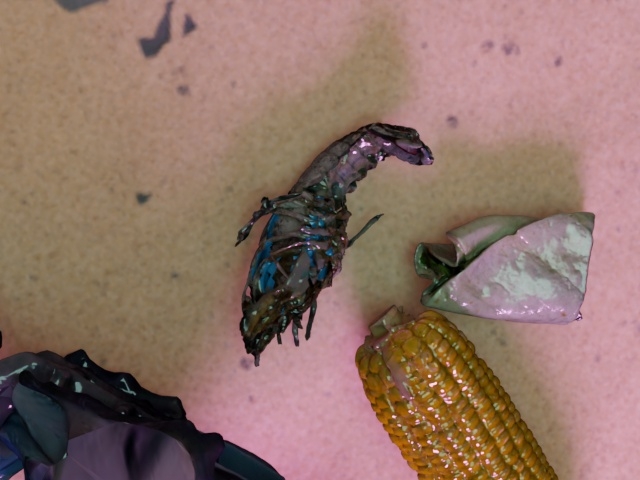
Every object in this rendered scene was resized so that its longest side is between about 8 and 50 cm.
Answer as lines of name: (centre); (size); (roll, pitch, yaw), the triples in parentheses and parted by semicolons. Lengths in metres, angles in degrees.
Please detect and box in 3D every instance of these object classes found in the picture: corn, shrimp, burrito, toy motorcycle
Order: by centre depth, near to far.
toy motorcycle: (-0.148, 0.179, 1.004); (0.416, 0.172, 0.232); (29, 89, 2)
shrimp: (-0.002, -0.003, 1.087); (0.174, 0.076, 0.082); (-53, 144, -6)
corn: (0.100, 0.141, 1.107); (0.080, 0.080, 0.238); (-33, 104, -6)
burrito: (0.116, 0.015, 1.111); (0.118, 0.044, 0.074); (4, 93, -14)
